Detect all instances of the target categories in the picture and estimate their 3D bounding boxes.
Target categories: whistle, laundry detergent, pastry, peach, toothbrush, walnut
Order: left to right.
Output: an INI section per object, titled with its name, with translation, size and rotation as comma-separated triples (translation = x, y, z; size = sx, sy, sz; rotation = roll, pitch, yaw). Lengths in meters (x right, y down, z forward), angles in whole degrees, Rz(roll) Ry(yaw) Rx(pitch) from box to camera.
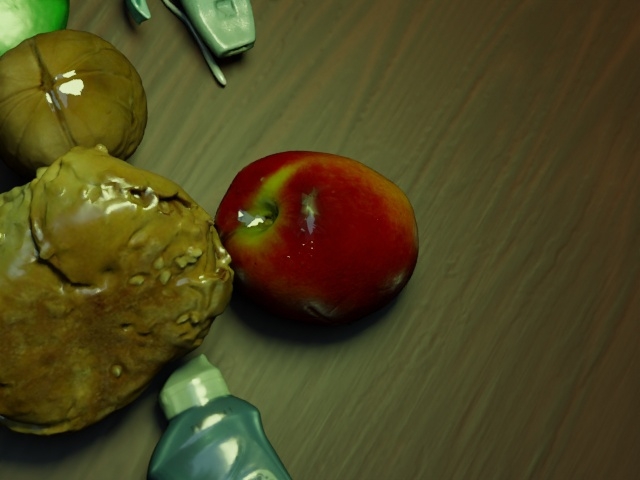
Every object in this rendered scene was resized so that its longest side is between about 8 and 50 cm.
[walnut]
translation = -0.263, -0.134, 1.474
size = 0.167, 0.207, 0.167
rotation = 0, 83, 2
[pastry]
translation = -0.247, 0.046, 1.420
size = 0.311, 0.162, 0.255
rotation = -35, 121, 1
[toothbrush]
translation = -0.153, -0.243, 1.624
size = 0.017, 0.014, 0.162
rotation = -31, 82, 0
[whistle]
translation = -0.144, -0.334, 1.607
size = 0.186, 0.093, 0.274
rotation = -18, 79, -23
[laundry detergent]
translation = -0.094, 0.262, 1.462
size = 0.143, 0.094, 0.289
rotation = -22, 77, -9
[peach]
translation = 0.000, 0.000, 1.528
size = 0.196, 0.226, 0.190
rotation = -52, 51, 14

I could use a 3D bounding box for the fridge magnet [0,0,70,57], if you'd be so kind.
[fridge magnet]
translation = -0.377, -0.257, 1.545
size = 0.208, 0.088, 0.208
rotation = 3, 74, -9
